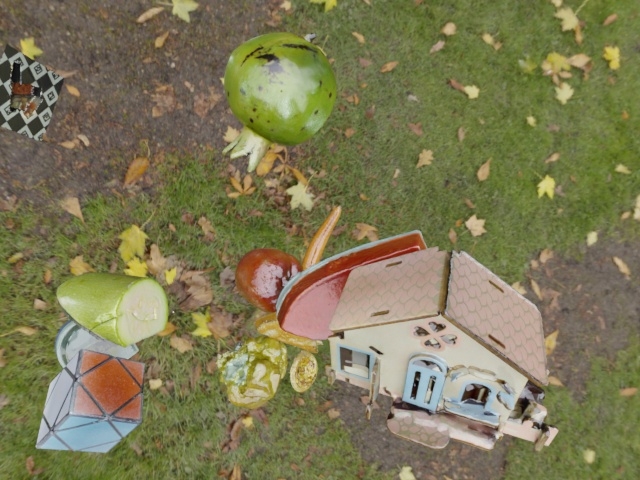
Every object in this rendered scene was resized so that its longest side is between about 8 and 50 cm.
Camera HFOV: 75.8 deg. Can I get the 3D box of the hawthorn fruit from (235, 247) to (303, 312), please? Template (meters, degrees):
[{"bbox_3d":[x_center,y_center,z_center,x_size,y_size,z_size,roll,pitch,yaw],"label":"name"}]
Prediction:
[{"bbox_3d":[-0.224,0.160,1.756,0.311,0.295,0.295,32,69,17],"label":"hawthorn fruit"}]

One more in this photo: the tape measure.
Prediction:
[{"bbox_3d":[-0.910,0.418,1.656,0.259,0.138,0.262,-33,118,-33],"label":"tape measure"}]

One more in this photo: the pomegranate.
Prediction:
[{"bbox_3d":[-0.112,-0.323,0.964,0.261,0.260,0.340,30,94,-13],"label":"pomegranate"}]

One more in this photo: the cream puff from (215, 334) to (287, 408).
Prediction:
[{"bbox_3d":[-0.265,0.553,1.736,0.274,0.323,0.269,2,62,-51],"label":"cream puff"}]

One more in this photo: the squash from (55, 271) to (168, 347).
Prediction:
[{"bbox_3d":[-0.694,0.209,1.324,0.309,0.234,0.210,-2,97,19],"label":"squash"}]

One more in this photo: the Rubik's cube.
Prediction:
[{"bbox_3d":[-0.667,0.476,1.212,0.205,0.205,0.207,29,28,-40],"label":"Rubik's cube"}]

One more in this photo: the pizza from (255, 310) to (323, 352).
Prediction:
[{"bbox_3d":[-0.055,0.231,1.067,0.199,0.188,0.062,54,35,-40],"label":"pizza"}]

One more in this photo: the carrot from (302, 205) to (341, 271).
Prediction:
[{"bbox_3d":[0.000,-0.001,1.408,0.062,0.066,0.271,25,99,9],"label":"carrot"}]

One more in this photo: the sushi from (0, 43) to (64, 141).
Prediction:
[{"bbox_3d":[-0.485,-0.235,0.663,0.026,0.126,0.120,20,90,5],"label":"sushi"}]

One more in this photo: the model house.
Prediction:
[{"bbox_3d":[0.166,0.143,0.558,0.326,0.244,0.169,13,40,17],"label":"model house"}]

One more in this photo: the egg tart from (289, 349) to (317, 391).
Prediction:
[{"bbox_3d":[-0.062,0.410,1.304,0.129,0.049,0.128,5,83,-51],"label":"egg tart"}]

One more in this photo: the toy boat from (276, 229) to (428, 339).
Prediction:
[{"bbox_3d":[0.056,0.087,0.805,0.332,0.133,0.145,-24,107,13],"label":"toy boat"}]
